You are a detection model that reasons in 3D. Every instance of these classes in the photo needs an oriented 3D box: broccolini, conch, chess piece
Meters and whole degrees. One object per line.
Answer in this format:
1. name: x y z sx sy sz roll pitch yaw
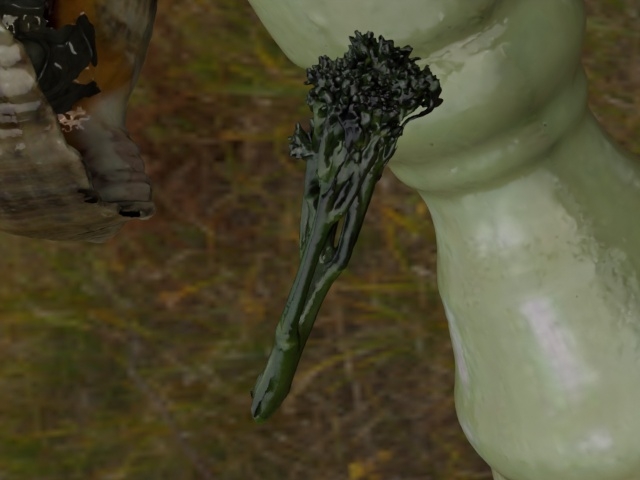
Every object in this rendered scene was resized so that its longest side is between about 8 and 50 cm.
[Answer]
1. broccolini: -0.010 -0.006 0.935 0.058 0.074 0.201 36 111 25
2. conch: -0.168 -0.097 0.867 0.159 0.291 0.210 -10 78 12
3. chess piece: 0.132 -0.035 1.231 0.234 0.234 0.442 -6 122 47
